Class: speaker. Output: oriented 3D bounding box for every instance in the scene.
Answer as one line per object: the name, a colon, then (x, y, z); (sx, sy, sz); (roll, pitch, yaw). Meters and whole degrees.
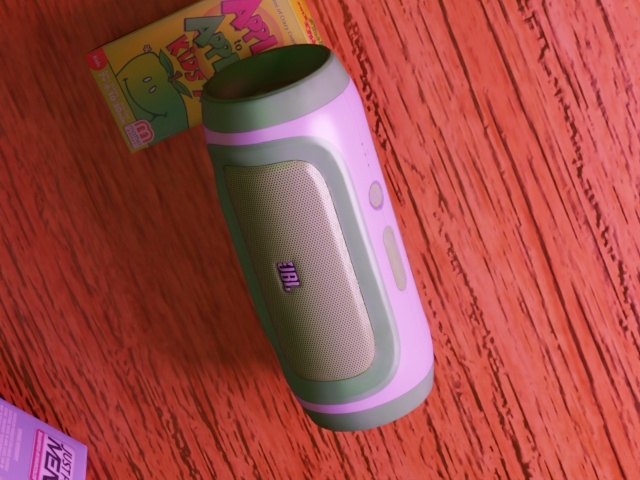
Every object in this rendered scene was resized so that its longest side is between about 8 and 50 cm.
speaker: (0.000, 0.000, 1.444); (0.131, 0.131, 0.297); (-10, 114, 17)

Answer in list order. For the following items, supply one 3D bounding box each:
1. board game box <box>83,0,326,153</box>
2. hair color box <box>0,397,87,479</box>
board game box: (-0.093, -0.149, 1.487); (0.181, 0.043, 0.092); (-22, 99, 19)
hair color box: (-0.408, 0.183, 1.563); (0.374, 0.114, 0.185); (33, 113, -20)
